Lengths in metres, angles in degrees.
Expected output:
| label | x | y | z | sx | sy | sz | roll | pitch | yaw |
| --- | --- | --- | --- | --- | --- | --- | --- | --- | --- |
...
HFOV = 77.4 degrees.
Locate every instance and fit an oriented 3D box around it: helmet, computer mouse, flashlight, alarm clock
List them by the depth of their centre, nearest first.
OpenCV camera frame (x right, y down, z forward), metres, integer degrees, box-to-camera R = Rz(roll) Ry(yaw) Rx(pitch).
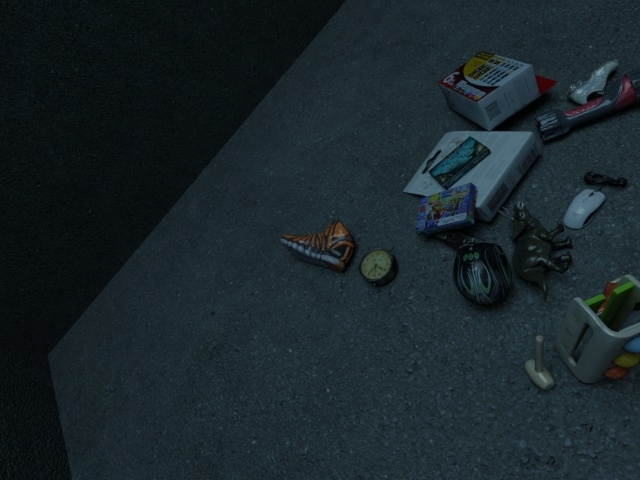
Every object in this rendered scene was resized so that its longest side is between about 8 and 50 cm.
| label | x | y | z | sx | sy | sz | roll | pitch | yaw |
| --- | --- | --- | --- | --- | --- | --- | --- | --- | --- |
| helmet | 0.458 | 0.099 | 1.134 | 0.170 | 0.169 | 0.161 | -11 | 64 | 30 |
| computer mouse | 0.774 | -0.117 | 1.147 | 0.193 | 0.042 | 0.106 | -52 | 47 | -5 |
| flashlight | 0.850 | -0.426 | 1.261 | 0.304 | 0.103 | 0.103 | -18 | 26 | 26 |
| alarm clock | 0.198 | 0.110 | 1.392 | 0.130 | 0.064 | 0.191 | -3 | 58 | 34 |

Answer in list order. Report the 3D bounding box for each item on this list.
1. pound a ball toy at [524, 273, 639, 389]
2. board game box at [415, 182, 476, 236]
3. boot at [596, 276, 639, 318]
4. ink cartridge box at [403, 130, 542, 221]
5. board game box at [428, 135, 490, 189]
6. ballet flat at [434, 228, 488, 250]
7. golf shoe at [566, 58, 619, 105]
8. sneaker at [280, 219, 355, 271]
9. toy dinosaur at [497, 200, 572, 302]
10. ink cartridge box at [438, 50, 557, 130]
| label | x | y | z | sx | sy | sz | roll | pitch | yaw |
| --- | --- | --- | --- | --- | --- | --- | --- | --- | --- |
| pound a ball toy | 0.593 | 0.242 | 0.881 | 0.208 | 0.319 | 0.135 | -25 | 49 | 1 |
| board game box | 0.404 | -0.096 | 1.296 | 0.201 | 0.035 | 0.136 | -15 | 56 | 52 |
| boot | 0.727 | 0.150 | 0.999 | 0.158 | 0.059 | 0.084 | -29 | 45 | 6 |
| ink cartridge box | 0.515 | -0.242 | 1.413 | 0.308 | 0.091 | 0.385 | -53 | 29 | -5 |
| board game box | 0.476 | -0.269 | 1.379 | 0.186 | 0.026 | 0.126 | -42 | 31 | 14 |
| ballet flat | 0.468 | 0.019 | 1.273 | 0.250 | 0.058 | 0.084 | 39 | 100 | 41 |
| golf shoe | 0.911 | -0.513 | 1.312 | 0.176 | 0.069 | 0.086 | -37 | 67 | 13 |
| sneaker | 0.000 | 0.000 | 1.584 | 0.321 | 0.124 | 0.180 | 19 | 69 | 31 |
| toy dinosaur | 0.612 | 0.038 | 1.133 | 0.160 | 0.121 | 0.313 | -14 | 58 | 43 |
| ink cartridge box | 0.629 | -0.571 | 1.448 | 0.272 | 0.130 | 0.309 | -34 | 34 | 9 |
